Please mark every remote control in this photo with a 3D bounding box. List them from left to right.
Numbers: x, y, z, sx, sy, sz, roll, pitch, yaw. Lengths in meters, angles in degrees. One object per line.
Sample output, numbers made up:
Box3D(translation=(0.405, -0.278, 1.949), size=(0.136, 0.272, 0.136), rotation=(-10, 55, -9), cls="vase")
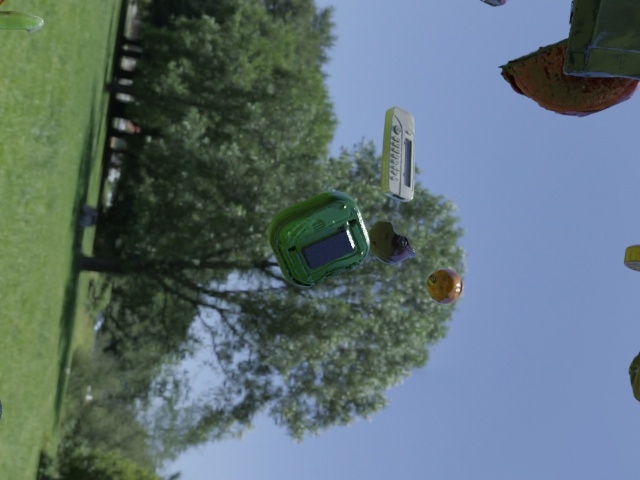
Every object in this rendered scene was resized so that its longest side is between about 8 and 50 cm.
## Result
Box3D(translation=(0.183, -0.208, 1.824), size=(0.049, 0.090, 0.230), rotation=(-17, -118, 45), cls="remote control")

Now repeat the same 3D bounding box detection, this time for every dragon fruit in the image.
Box3D(translation=(0.448, -0.295, 1.304), size=(0.163, 0.262, 0.189), rotation=(40, 36, -62), cls="dragon fruit")

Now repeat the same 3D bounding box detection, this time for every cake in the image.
Box3D(translation=(0.662, 0.036, 1.549), size=(0.084, 0.084, 0.044), rotation=(161, -52, -71), cls="cake")

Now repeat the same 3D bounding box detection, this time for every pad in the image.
Box3D(translation=(0.415, -0.304, 0.984), size=(0.233, 0.174, 0.022), rotation=(79, 25, -48), cls="pad")

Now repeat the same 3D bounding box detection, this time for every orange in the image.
Box3D(translation=(0.278, 0.103, 1.702), size=(0.083, 0.084, 0.083), rotation=(-171, -90, -73), cls="orange")

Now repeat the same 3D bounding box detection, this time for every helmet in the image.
Box3D(translation=(0.158, 0.016, 1.791), size=(0.070, 0.123, 0.098), rotation=(-43, -178, -17), cls="helmet")

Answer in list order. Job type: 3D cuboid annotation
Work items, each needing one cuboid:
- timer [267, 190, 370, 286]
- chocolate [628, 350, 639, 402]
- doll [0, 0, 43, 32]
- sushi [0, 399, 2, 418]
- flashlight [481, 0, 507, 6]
Box3D(translation=(0.000, 0.000, 1.102), size=(0.047, 0.140, 0.128), rotation=(-119, -172, -61), cls="timer")
Box3D(translation=(0.596, 0.190, 1.302), size=(0.148, 0.093, 0.214), rotation=(-9, 119, -64), cls="chocolate")
Box3D(translation=(-0.559, -0.398, 1.154), size=(0.213, 0.214, 0.236), rotation=(-99, 180, -46), cls="doll")
Box3D(translation=(-0.459, 0.198, 0.922), size=(0.090, 0.150, 0.078), rotation=(-48, -155, -2), cls="sushi")
Box3D(translation=(0.454, -0.666, 1.787), size=(0.232, 0.093, 0.093), rotation=(-57, -163, -3), cls="flashlight")
